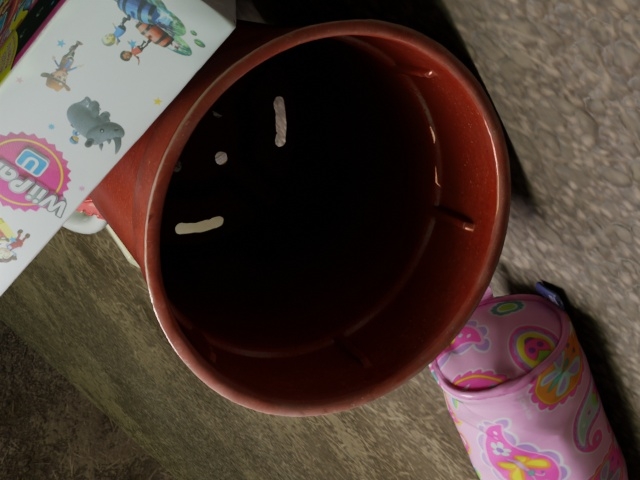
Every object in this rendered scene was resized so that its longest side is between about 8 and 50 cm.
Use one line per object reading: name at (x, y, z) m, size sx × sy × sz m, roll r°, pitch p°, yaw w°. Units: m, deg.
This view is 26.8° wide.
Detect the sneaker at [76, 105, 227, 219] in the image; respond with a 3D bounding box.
sneaker at (-0.141, -0.082, 1.182) m, size 0.088 × 0.225 × 0.093 m, roll 12°, pitch 121°, yaw 23°

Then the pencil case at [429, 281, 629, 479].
pencil case at (0.179, 0.164, 1.105) m, size 0.124 × 0.124 × 0.284 m, roll 26°, pitch 151°, yaw 48°

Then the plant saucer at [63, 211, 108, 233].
plant saucer at (-0.339, -0.195, 1.528) m, size 0.400 × 0.100 × 0.400 m, roll 40°, pitch 155°, yaw 23°

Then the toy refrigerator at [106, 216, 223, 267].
toy refrigerator at (-0.154, 0.000, 1.542) m, size 0.269 × 0.094 × 0.102 m, roll 23°, pitch 148°, yaw 51°

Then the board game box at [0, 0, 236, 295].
board game box at (-0.187, -0.121, 0.944) m, size 0.097 × 0.303 × 0.224 m, roll 32°, pitch -153°, yaw -24°

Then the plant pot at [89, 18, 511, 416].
plant pot at (-0.045, -0.048, 0.994) m, size 0.265 × 0.272 × 0.272 m, roll 33°, pitch 158°, yaw 58°
